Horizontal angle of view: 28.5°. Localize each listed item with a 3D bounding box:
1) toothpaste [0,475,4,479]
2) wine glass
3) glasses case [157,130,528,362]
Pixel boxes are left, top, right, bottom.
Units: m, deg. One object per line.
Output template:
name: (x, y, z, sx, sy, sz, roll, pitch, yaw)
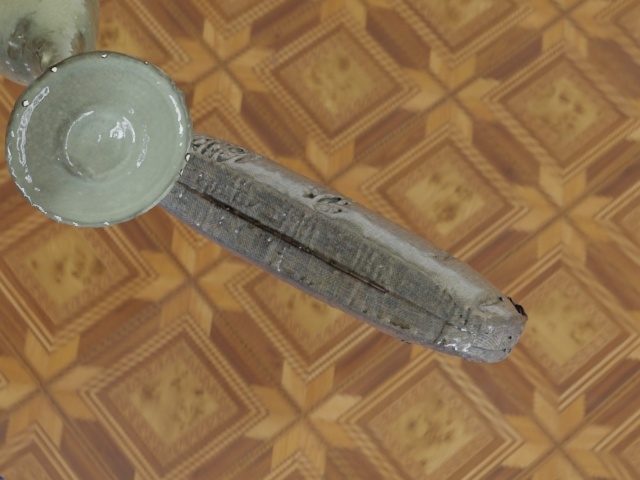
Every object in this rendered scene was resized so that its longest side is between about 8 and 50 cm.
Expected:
toothpaste: (-0.387, 0.307, 1.135, 0.066, 0.053, 0.272, 38, 100, 19)
wine glass: (-0.123, -0.187, 0.752, 0.096, 0.309, 0.264, 23, 106, -30)
glasses case: (0.000, 0.000, 0.807, 0.282, 0.109, 0.067, 26, 101, 17)
